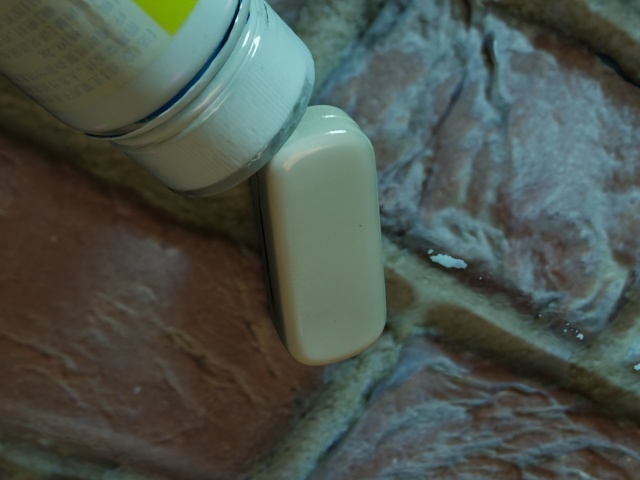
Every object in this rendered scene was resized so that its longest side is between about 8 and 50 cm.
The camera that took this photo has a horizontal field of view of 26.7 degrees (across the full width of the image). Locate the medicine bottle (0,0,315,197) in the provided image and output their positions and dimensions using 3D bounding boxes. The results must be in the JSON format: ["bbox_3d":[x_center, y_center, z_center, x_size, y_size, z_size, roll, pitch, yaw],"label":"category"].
[{"bbox_3d":[-0.126,-0.141,0.737,0.143,0.143,0.258,-42,129,5],"label":"medicine bottle"}]

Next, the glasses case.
[{"bbox_3d":[0.000,0.000,0.948,0.083,0.050,0.196,-14,126,-14],"label":"glasses case"}]
